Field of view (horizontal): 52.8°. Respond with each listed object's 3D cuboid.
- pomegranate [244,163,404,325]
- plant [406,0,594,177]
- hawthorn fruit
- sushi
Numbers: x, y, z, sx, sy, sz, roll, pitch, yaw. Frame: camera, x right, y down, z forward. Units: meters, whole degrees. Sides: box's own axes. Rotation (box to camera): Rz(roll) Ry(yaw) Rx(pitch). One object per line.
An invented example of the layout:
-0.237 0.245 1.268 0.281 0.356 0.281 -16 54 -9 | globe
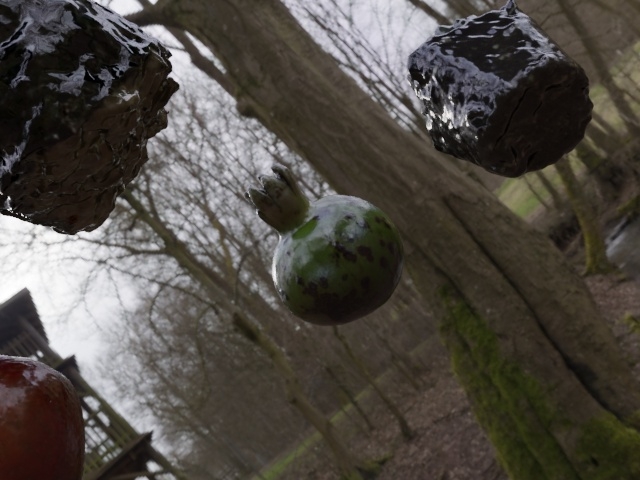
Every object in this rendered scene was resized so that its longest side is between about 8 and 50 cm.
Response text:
0.012 -0.006 1.131 0.243 0.305 0.242 -24 1 1 | pomegranate
0.161 -0.149 0.628 0.132 0.194 0.129 -25 -54 -3 | plant
-0.282 0.196 0.553 0.169 0.188 0.169 -11 -23 -5 | hawthorn fruit
-0.253 -0.115 0.620 0.210 0.171 0.350 -64 12 -16 | sushi
